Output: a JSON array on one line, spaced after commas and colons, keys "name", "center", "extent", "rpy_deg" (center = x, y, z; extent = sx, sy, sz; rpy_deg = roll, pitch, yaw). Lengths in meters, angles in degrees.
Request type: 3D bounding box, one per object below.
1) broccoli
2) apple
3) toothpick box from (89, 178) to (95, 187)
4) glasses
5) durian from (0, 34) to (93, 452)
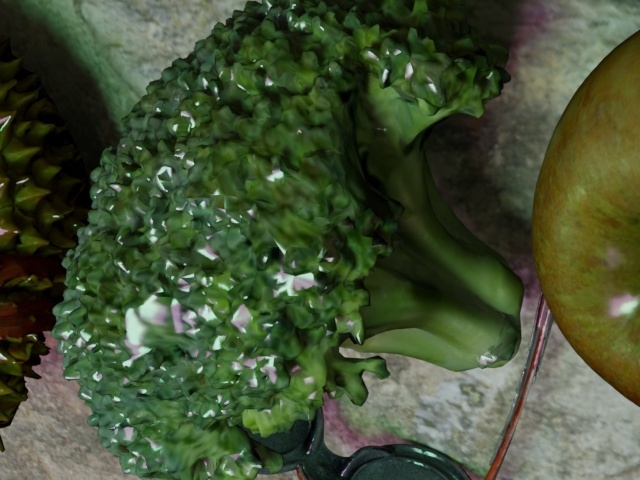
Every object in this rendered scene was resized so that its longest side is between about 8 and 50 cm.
[{"name": "broccoli", "center": [-0.014, -0.015, 0.679], "extent": [0.288, 0.260, 0.235], "rpy_deg": [-41, 69, 24]}, {"name": "apple", "center": [0.223, -0.012, 0.580], "extent": [0.237, 0.208, 0.236], "rpy_deg": [28, 129, 41]}, {"name": "toothpick box", "center": [-0.162, -0.010, 0.948], "extent": [0.052, 0.052, 0.083], "rpy_deg": [39, 138, 5]}, {"name": "glasses", "center": [0.026, 0.080, 0.835], "extent": [0.234, 0.118, 0.268], "rpy_deg": [30, 135, 16]}, {"name": "durian", "center": [-0.319, 0.011, 0.879], "extent": [0.348, 0.384, 0.347], "rpy_deg": [6, 168, 1]}]
